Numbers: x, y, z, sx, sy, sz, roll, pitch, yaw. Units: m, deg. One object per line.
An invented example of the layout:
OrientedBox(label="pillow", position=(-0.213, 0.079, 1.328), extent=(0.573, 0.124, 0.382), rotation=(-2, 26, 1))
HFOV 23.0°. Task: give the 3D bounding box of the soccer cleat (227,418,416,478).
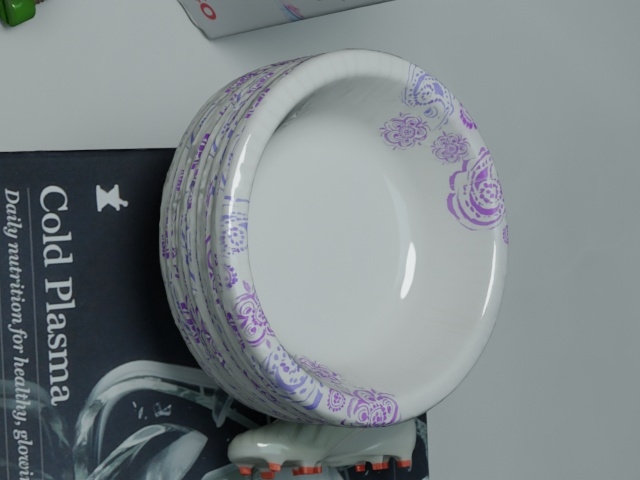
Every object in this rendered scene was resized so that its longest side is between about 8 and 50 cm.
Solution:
OrientedBox(label="soccer cleat", position=(0.000, 0.151, 1.276), extent=(0.196, 0.068, 0.076), rotation=(3, 77, -44))

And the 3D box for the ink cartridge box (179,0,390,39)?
OrientedBox(label="ink cartridge box", position=(-0.039, -0.326, 1.452), extent=(0.131, 0.306, 0.226), rotation=(-48, 118, -29))

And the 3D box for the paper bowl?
OrientedBox(label="paper bowl", position=(0.000, 0.000, 1.219), extent=(0.284, 0.148, 0.284), rotation=(2, 87, -38))

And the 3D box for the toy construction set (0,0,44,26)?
OrientedBox(label="toy construction set", position=(-0.308, -0.293, 1.259), extent=(0.237, 0.309, 0.257), rotation=(-31, 101, -29))

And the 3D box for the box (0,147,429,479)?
OrientedBox(label="box", position=(-0.171, 0.159, 1.364), extent=(0.472, 0.297, 0.480), rotation=(-5, 93, -40))
